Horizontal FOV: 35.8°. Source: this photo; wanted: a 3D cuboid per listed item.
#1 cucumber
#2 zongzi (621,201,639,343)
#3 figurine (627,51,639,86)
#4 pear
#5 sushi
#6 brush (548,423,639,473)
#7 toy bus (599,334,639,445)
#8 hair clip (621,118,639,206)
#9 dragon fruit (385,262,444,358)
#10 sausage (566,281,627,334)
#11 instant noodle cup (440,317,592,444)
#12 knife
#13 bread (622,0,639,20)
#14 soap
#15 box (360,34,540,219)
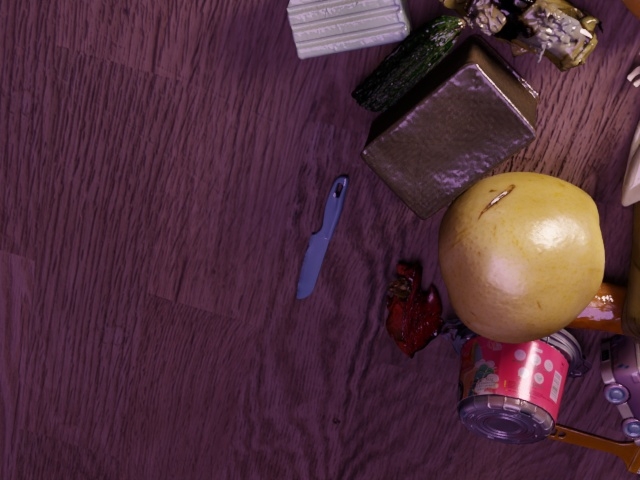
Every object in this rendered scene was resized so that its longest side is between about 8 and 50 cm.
[{"bbox_3d":[0.146,-0.300,1.682,0.077,0.077,0.265,35,143,-10],"label":"cucumber"},{"bbox_3d":[0.583,0.036,1.786,0.256,0.115,0.228,45,81,-11],"label":"zongzi"},{"bbox_3d":[0.564,-0.302,1.664,0.064,0.047,0.109,40,123,-17],"label":"figurine"},{"bbox_3d":[0.355,0.028,1.754,0.309,0.309,0.309,5,121,8],"label":"pear"},{"bbox_3d":[0.314,-0.366,1.627,0.291,0.131,0.139,25,120,-13],"label":"sushi"},{"bbox_3d":[0.609,0.438,2.114,0.272,0.013,0.103,15,122,3],"label":"brush"},{"bbox_3d":[0.640,0.290,1.945,0.142,0.142,0.202,-22,113,22],"label":"toy bus"},{"bbox_3d":[0.627,-0.183,1.693,0.172,0.113,0.282,8,135,6],"label":"hair clip"},{"bbox_3d":[0.188,0.137,1.968,0.122,0.092,0.192,4,121,8],"label":"dragon fruit"},{"bbox_3d":[0.494,0.127,1.899,0.270,0.109,0.109,3,121,9],"label":"sausage"},{"bbox_3d":[0.367,0.279,1.914,0.302,0.181,0.258,11,147,8],"label":"instant noodle cup"},{"bbox_3d":[0.000,0.000,1.969,0.044,0.019,0.313,22,123,7],"label":"knife"},{"bbox_3d":[0.527,-0.430,1.560,0.140,0.106,0.236,-36,109,25],"label":"bread"},{"bbox_3d":[0.048,-0.388,1.698,0.198,0.066,0.119,-8,117,15],"label":"soap"},{"bbox_3d":[0.229,-0.195,1.736,0.184,0.143,0.273,43,120,-15],"label":"box"}]
